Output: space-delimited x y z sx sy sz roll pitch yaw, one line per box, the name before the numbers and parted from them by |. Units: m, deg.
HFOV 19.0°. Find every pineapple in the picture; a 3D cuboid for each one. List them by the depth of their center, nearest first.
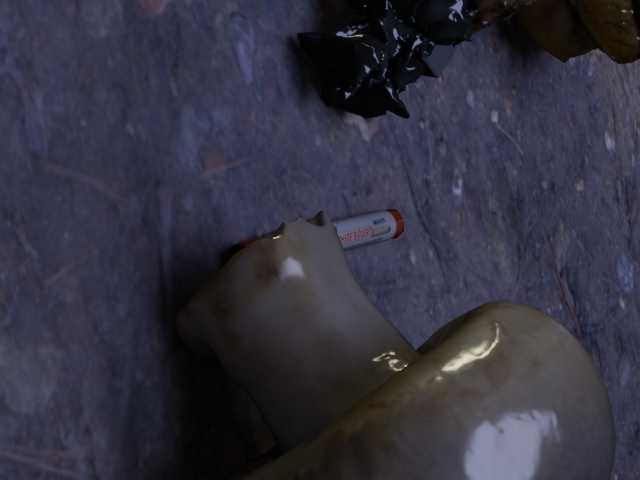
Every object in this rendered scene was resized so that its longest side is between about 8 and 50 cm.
pineapple | 0.083 -0.181 1.485 0.237 0.111 0.119 -38 91 -26

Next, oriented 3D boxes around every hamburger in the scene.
hamburger | 0.260 -0.322 1.796 0.304 0.174 0.284 -58 135 -48

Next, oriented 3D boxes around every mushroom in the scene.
mushroom | 0.030 0.127 1.237 0.290 0.297 0.297 53 33 2

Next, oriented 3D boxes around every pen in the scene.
pen | 0.000 0.000 1.426 0.239 0.028 0.028 -13 96 -61

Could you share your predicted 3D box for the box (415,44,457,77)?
box | 0.074 -0.230 1.564 0.115 0.036 0.177 -58 137 -17
